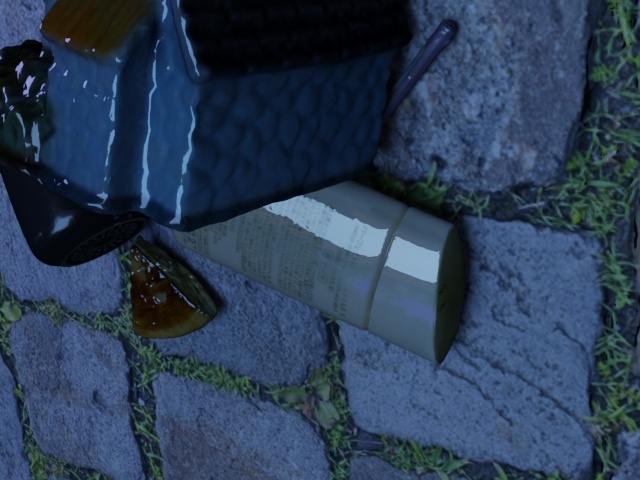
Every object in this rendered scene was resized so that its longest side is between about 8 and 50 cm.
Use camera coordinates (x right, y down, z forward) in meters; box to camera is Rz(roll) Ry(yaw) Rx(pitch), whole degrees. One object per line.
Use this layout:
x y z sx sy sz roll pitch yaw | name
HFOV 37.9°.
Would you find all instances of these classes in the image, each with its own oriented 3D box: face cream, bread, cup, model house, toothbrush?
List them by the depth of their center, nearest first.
-0.111 -0.233 0.848 0.297 0.360 0.339 31 121 29 | model house
0.045 -0.100 1.017 0.029 0.024 0.354 42 128 5 | toothbrush
0.000 0.000 1.031 0.349 0.081 0.173 23 126 16 | face cream
-0.323 -0.061 1.216 0.176 0.169 0.223 57 160 5 | cup
-0.192 0.076 1.241 0.136 0.054 0.154 19 126 29 | bread
